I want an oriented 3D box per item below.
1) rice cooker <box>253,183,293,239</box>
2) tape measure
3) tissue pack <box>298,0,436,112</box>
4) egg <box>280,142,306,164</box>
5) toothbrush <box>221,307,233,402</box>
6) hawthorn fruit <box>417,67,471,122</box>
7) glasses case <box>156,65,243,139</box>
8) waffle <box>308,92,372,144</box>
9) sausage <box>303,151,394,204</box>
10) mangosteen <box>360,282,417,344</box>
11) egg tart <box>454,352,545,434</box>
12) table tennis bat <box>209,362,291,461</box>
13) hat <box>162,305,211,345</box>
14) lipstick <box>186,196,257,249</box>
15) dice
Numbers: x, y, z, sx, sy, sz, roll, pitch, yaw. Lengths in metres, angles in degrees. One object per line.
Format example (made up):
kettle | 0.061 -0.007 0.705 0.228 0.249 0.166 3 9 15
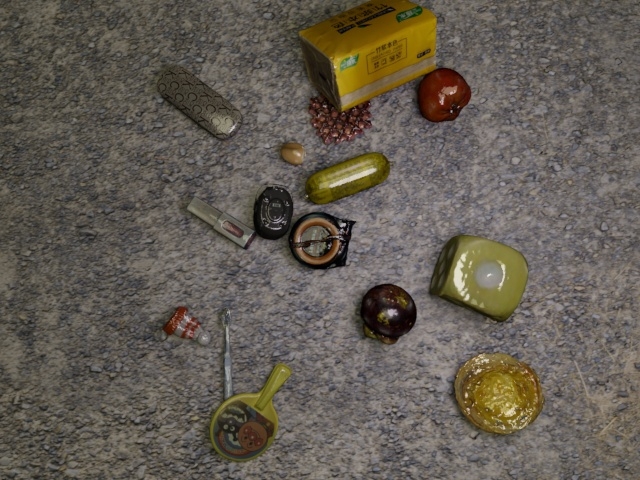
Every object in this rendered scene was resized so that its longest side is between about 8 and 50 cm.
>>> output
rice cooker | -0.165 -0.104 1.448 0.142 0.118 0.202 5 81 -14
tape measure | 0.000 0.000 1.434 0.223 0.135 0.202 10 94 5
tissue pack | 0.160 -0.648 1.403 0.382 0.228 0.293 -26 50 -8
egg | -0.100 -0.317 1.496 0.097 0.080 0.080 14 84 0
toothbrush | -0.327 0.445 1.436 0.035 0.042 0.413 -3 85 1
hawthorn fruit | 0.428 -0.529 1.466 0.185 0.185 0.202 -23 69 -1
glasses case | -0.448 -0.510 1.523 0.355 0.085 0.137 38 87 5
waffle | 0.077 -0.470 1.525 0.234 0.055 0.221 -21 83 2
sausage | 0.098 -0.221 1.459 0.347 0.123 0.123 -20 83 -2
mangosteen | 0.218 0.257 1.388 0.192 0.192 0.217 24 123 4
egg tart | 0.592 0.501 1.377 0.291 0.107 0.290 0 87 5
table tennis bat | -0.221 0.584 1.405 0.224 0.054 0.368 37 84 -7
hat | -0.458 0.313 1.440 0.162 0.093 0.112 34 95 -13
lipstick | -0.354 -0.066 1.474 0.253 0.077 0.079 33 84 5
dice | 0.515 0.122 1.356 0.238 0.233 0.226 22 83 3
